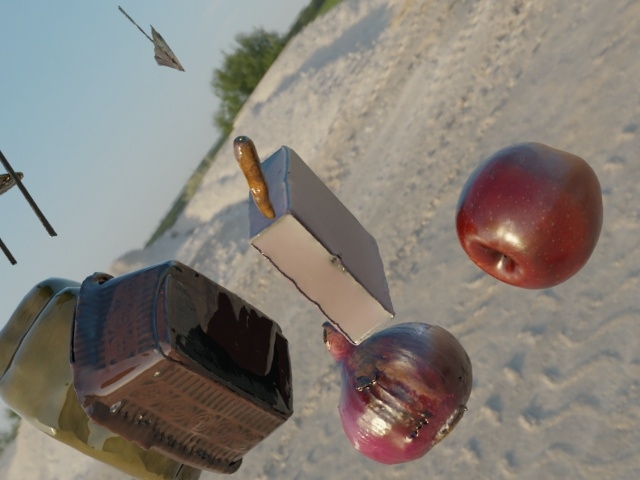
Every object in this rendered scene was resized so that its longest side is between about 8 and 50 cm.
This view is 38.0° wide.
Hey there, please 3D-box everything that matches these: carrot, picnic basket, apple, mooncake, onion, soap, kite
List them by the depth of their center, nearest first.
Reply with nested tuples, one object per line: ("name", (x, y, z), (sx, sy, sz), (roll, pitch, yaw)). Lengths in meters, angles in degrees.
("picnic basket", (-0.154, 0.148, 1.141), (0.129, 0.297, 0.222), (-29, 46, 26))
("apple", (0.312, -0.037, 1.394), (0.201, 0.218, 0.218), (-61, 10, -18))
("carrot", (-0.099, -0.094, 1.432), (0.036, 0.165, 0.035), (-11, 41, 10))
("kite", (-0.267, -0.316, 1.487), (0.005, 0.152, 0.137), (-38, 40, 16))
("soap", (0.000, 0.000, 1.691), (0.107, 0.296, 0.285), (-35, 24, 16))
("mooncake", (-0.369, 0.250, 1.711), (0.262, 0.467, 0.467), (-63, 9, -7))
("onion", (0.151, 0.314, 2.135), (0.348, 0.385, 0.347), (-45, -19, -21))

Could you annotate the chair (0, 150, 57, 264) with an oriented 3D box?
("chair", (-0.611, -0.077, 1.635), (0.159, 0.246, 0.172), (-26, -7, 40))
